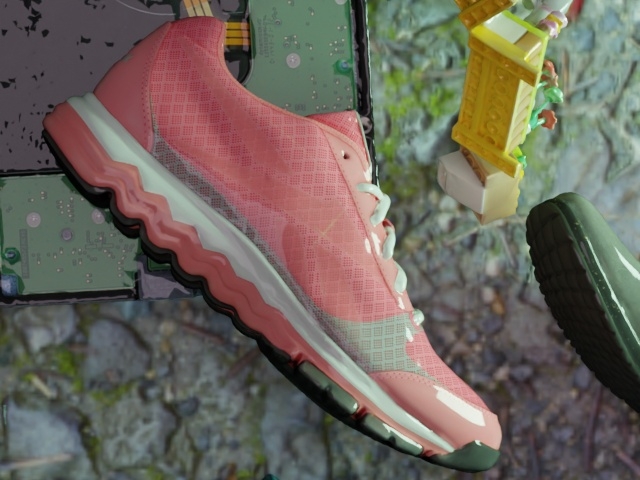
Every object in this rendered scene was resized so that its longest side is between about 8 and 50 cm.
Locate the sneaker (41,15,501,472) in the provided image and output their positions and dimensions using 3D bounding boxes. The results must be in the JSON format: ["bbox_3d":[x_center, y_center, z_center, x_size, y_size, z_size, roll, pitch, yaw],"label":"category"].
[{"bbox_3d":[0.000,0.000,1.005,0.314,0.116,0.136,42,84,-4],"label":"sneaker"}]

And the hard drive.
[{"bbox_3d":[-0.090,-0.133,1.085,0.236,0.064,0.339,-4,89,-6],"label":"hard drive"}]

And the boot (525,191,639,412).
[{"bbox_3d":[0.244,0.044,1.121,0.161,0.083,0.246,-36,99,-13],"label":"boot"}]

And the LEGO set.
[{"bbox_3d":[0.100,-0.144,1.041,0.107,0.132,0.287,-44,122,-28],"label":"LEGO set"}]

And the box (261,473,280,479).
[{"bbox_3d":[0.037,0.253,1.093,0.244,0.060,0.100,37,85,-5],"label":"box"}]
